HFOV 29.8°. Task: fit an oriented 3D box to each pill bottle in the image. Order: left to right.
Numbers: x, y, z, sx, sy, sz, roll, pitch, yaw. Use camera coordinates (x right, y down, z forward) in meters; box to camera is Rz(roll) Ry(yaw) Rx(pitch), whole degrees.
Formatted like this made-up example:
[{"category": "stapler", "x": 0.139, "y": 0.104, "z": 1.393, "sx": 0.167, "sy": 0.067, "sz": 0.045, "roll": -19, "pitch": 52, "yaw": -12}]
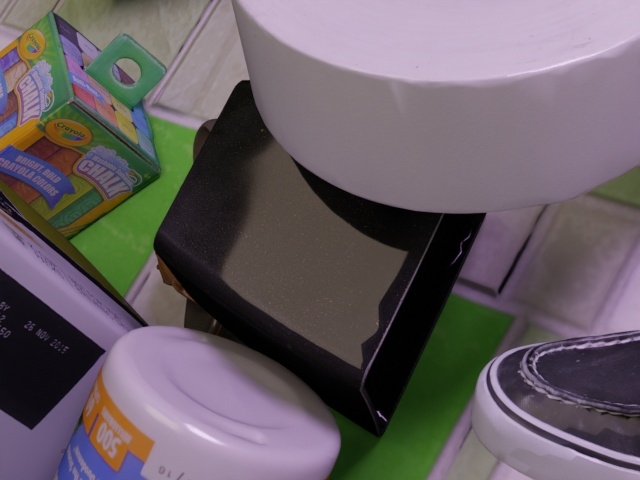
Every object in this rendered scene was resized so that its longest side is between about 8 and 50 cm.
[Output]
[{"category": "pill bottle", "x": -0.107, "y": 0.203, "z": 0.745, "sx": 0.152, "sy": 0.152, "sz": 0.272, "roll": 40, "pitch": 110, "yaw": 43}]

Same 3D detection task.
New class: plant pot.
[{"category": "plant pot", "x": 0.000, "y": 0.000, "z": 0.796, "sx": 0.167, "sy": 0.187, "sz": 0.188, "roll": 22, "pitch": 76, "yaw": 14}]

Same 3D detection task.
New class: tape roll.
[{"category": "tape roll", "x": 0.088, "y": -0.150, "z": 0.707, "sx": 0.286, "sy": 0.100, "sz": 0.286, "roll": -5, "pitch": 48, "yaw": 6}]

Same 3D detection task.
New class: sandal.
[{"category": "sandal", "x": -0.101, "y": -0.006, "z": 0.965, "sx": 0.090, "sy": 0.060, "sz": 0.219, "roll": -40, "pitch": 44, "yaw": 54}]

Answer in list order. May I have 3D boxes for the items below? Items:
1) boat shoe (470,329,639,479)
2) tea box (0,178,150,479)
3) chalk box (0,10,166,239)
[{"category": "boat shoe", "x": 0.231, "y": 0.071, "z": 0.597, "sx": 0.306, "sy": 0.105, "sz": 0.113, "roll": 7, "pitch": 34, "yaw": 10}, {"category": "tea box", "x": -0.271, "y": 0.074, "z": 0.868, "sx": 0.220, "sy": 0.329, "sz": 0.323, "roll": -45, "pitch": 46, "yaw": -5}, {"category": "chalk box", "x": -0.238, "y": -0.103, "z": 1.098, "sx": 0.213, "sy": 0.132, "sz": 0.132, "roll": -34, "pitch": 48, "yaw": 15}]
